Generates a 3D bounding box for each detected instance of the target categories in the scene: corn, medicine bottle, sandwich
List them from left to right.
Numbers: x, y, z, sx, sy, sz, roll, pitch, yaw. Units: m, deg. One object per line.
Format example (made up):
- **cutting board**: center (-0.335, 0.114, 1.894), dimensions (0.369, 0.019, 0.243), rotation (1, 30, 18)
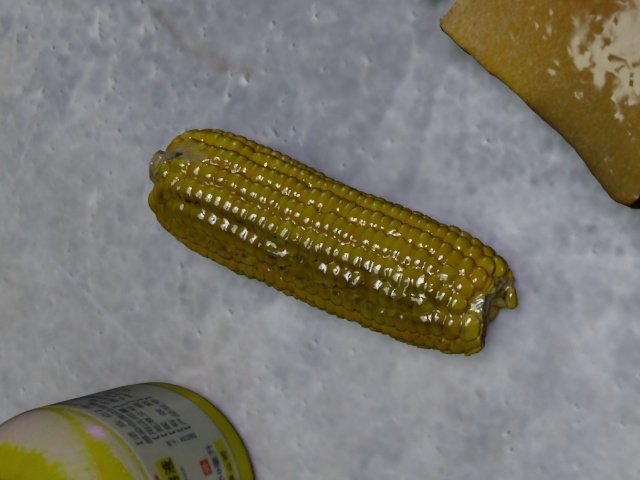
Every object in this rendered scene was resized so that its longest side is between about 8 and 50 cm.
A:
- **medicine bottle**: center (-0.131, 0.143, 0.685), dimensions (0.122, 0.212, 0.121), rotation (2, 94, 26)
- **corn**: center (0.000, 0.000, 0.697), dimensions (0.207, 0.068, 0.068), rotation (24, 103, 21)
- **sandwich**: center (0.155, -0.134, 0.619), dimensions (0.162, 0.058, 0.193), rotation (47, 113, 17)
